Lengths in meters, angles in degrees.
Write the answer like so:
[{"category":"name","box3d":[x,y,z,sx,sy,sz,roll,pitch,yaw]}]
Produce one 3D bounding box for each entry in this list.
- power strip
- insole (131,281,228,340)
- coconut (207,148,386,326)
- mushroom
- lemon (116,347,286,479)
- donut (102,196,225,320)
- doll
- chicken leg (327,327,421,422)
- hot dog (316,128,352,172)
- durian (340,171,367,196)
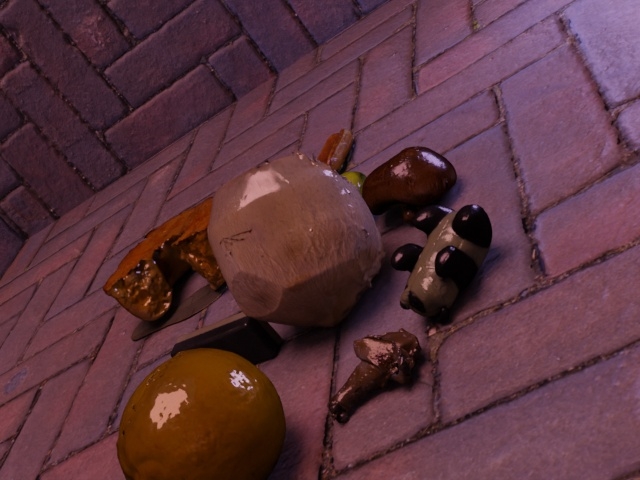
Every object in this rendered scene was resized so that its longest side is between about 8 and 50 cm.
[{"category":"power strip","box3d":[-0.213,0.232,1.896,0.256,0.105,0.070,-23,27,32]},{"category":"insole","box3d":[-0.385,0.191,2.339,0.348,0.009,0.119,-26,27,26]},{"category":"coconut","box3d":[-0.044,0.010,1.792,0.346,0.360,0.346,-25,-2,-1]},{"category":"mushroom","box3d":[0.192,-0.139,1.932,0.231,0.138,0.194,-16,32,41]},{"category":"lemon","box3d":[-0.205,0.330,1.487,0.297,0.297,0.297,-32,25,16]},{"category":"donut","box3d":[-0.375,0.042,2.397,0.435,0.163,0.378,-29,20,24]},{"category":"doll","box3d":[0.228,0.035,1.583,0.143,0.135,0.234,4,52,49]},{"category":"chicken leg","box3d":[0.088,0.227,1.512,0.196,0.080,0.125,-32,37,18]},{"category":"hot dog","box3d":[0.037,-0.238,2.430,0.092,0.062,0.236,-22,26,33]},{"category":"durian","box3d":[0.069,-0.094,2.079,0.139,0.101,0.250,-35,26,11]}]
